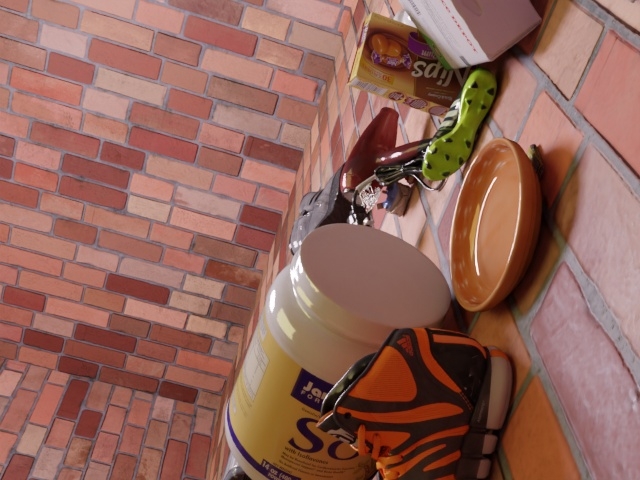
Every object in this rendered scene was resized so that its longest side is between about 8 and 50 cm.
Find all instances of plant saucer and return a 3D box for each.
[{"bbox_3d":[0.199,-0.016,0.958,0.200,0.037,0.200,-171,90,-79],"label":"plant saucer"}]

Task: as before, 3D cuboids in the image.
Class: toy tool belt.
[{"bbox_3d":[0.133,-0.087,1.504,0.052,0.051,0.083,-100,28,-71],"label":"toy tool belt"}]

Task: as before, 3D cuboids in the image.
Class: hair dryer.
[{"bbox_3d":[0.129,-0.131,1.452,0.224,0.080,0.293,-36,36,20],"label":"hair dryer"}]

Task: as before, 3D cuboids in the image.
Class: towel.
[{"bbox_3d":[0.234,-0.066,0.974,0.060,0.009,0.083,-88,17,-55],"label":"towel"}]

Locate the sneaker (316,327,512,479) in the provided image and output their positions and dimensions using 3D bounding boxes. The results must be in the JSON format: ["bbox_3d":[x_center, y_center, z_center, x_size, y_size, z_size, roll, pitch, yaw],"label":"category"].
[{"bbox_3d":[0.073,0.243,0.869,0.124,0.180,0.321,138,147,-74],"label":"sneaker"}]

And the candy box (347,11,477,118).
[{"bbox_3d":[0.145,-0.265,1.300,0.053,0.187,0.109,151,135,-74],"label":"candy box"}]

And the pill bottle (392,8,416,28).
[{"bbox_3d":[0.175,-0.398,1.656,0.169,0.094,0.094,125,159,-67],"label":"pill bottle"}]

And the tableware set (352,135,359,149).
[{"bbox_3d":[0.083,-0.172,2.081,0.104,0.024,0.154,115,167,-61],"label":"tableware set"}]

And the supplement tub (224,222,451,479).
[{"bbox_3d":[0.020,0.168,1.146,0.241,0.241,0.331,-87,15,-55],"label":"supplement tub"}]

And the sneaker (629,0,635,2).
[{"bbox_3d":[0.266,-0.371,0.862,0.102,0.146,0.293,115,167,-47],"label":"sneaker"}]

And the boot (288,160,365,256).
[{"bbox_3d":[0.000,0.000,1.857,0.223,0.118,0.338,-37,24,51],"label":"boot"}]

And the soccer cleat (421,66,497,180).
[{"bbox_3d":[0.203,-0.166,1.221,0.179,0.060,0.072,-63,3,27],"label":"soccer cleat"}]

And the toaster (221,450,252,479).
[{"bbox_3d":[-0.144,0.506,1.795,0.146,0.129,0.227,-80,7,-54],"label":"toaster"}]

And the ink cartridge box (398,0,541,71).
[{"bbox_3d":[0.193,-0.328,1.164,0.093,0.160,0.219,-37,11,-1],"label":"ink cartridge box"}]
